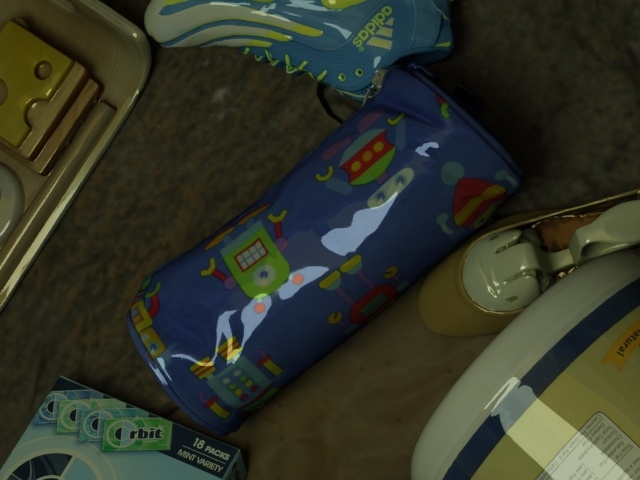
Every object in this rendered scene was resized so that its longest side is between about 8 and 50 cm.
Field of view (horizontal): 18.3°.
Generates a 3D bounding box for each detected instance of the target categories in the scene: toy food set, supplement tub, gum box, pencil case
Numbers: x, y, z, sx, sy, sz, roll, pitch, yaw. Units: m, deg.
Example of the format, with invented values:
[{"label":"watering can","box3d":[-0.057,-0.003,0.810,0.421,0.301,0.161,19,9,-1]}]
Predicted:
[{"label":"toy food set","box3d":[-0.295,-0.084,1.526,0.219,0.092,0.306,33,91,20]},{"label":"supplement tub","box3d":[0.236,0.183,1.245,0.228,0.228,0.316,-47,71,4]},{"label":"gum box","box3d":[-0.165,0.205,1.422,0.157,0.041,0.184,20,61,20]},{"label":"pencil case","box3d":[0.000,0.000,1.407,0.306,0.119,0.133,-41,73,6]}]

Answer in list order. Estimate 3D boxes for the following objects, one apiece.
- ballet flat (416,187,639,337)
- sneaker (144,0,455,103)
[{"label":"ballet flat","box3d":[0.168,0.005,1.381,0.232,0.073,0.080,-21,74,12]},{"label":"sneaker","box3d":[-0.010,-0.152,1.455,0.240,0.091,0.126,-14,77,13]}]
